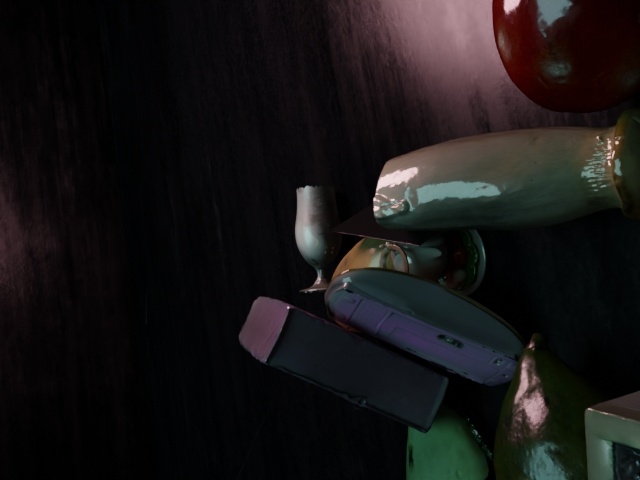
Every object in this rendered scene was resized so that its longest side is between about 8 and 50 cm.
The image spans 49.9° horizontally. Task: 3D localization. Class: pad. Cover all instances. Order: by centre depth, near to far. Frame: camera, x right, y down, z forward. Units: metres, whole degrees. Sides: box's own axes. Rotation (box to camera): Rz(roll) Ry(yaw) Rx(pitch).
[{"bbox_3d":[0.141,-0.043,1.125,0.243,0.164,0.004,12,129,58],"label":"pad"}]

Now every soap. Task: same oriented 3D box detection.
[{"bbox_3d":[0.023,0.203,1.160,0.107,0.296,0.285,-65,15,-9],"label":"soap"}]

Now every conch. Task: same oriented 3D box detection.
[{"bbox_3d":[0.209,0.354,1.112,0.143,0.137,0.250,90,-177,-65],"label":"conch"}]

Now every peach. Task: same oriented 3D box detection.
[{"bbox_3d":[0.296,-0.265,0.793,0.243,0.200,0.243,175,90,-70],"label":"peach"}]

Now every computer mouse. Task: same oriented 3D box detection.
[{"bbox_3d":[0.157,0.122,1.029,0.158,0.311,0.071,112,-179,-59],"label":"computer mouse"}]

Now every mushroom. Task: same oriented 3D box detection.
[{"bbox_3d":[0.226,-0.075,0.887,0.408,0.154,0.137,-10,68,42],"label":"mushroom"}]

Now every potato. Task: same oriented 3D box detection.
[{"bbox_3d":[0.095,0.070,1.235,0.161,0.128,0.234,-99,29,-58],"label":"potato"}]

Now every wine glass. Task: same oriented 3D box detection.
[{"bbox_3d":[0.000,0.000,1.420,0.103,0.103,0.221,-11,82,59],"label":"wine glass"}]

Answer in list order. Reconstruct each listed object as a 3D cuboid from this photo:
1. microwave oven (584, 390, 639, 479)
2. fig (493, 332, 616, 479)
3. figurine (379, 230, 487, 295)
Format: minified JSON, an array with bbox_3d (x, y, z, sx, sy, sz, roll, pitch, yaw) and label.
[{"bbox_3d":[0.436,0.243,0.530,0.355,0.287,0.218,1,95,58],"label":"microwave oven"},{"bbox_3d":[0.293,0.243,0.864,0.195,0.196,0.244,-42,67,53],"label":"fig"},{"bbox_3d":[0.168,0.034,1.084,0.132,0.154,0.132,13,105,58],"label":"figurine"}]
